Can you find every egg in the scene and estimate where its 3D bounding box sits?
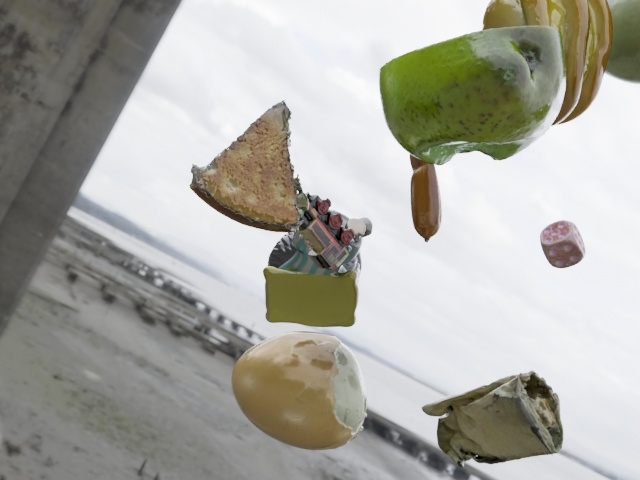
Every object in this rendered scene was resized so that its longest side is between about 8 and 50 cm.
[{"bbox_3d":[-0.034,0.256,1.568,0.244,0.201,0.201,12,-3,-9],"label":"egg"},{"bbox_3d":[0.650,-0.418,1.813,0.218,0.218,0.295,29,-11,-23],"label":"egg"}]

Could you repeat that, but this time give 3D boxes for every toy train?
[{"bbox_3d":[0.000,-0.017,1.595,0.138,0.087,0.050,52,-25,-23],"label":"toy train"}]

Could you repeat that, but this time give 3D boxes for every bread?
[{"bbox_3d":[0.420,-0.357,1.693,0.211,0.316,0.270,9,14,31],"label":"bread"}]

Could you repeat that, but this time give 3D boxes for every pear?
[{"bbox_3d":[0.238,-0.203,1.284,0.292,0.159,0.292,-8,-3,0],"label":"pear"}]

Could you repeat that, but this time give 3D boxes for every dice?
[{"bbox_3d":[0.622,0.009,2.329,0.091,0.094,0.093,-22,-56,27],"label":"dice"}]

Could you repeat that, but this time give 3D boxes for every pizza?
[{"bbox_3d":[-0.088,-0.114,1.314,0.185,0.195,0.052,25,-16,-21],"label":"pizza"}]

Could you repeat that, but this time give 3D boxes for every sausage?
[{"bbox_3d":[0.181,-0.086,1.569,0.054,0.183,0.062,1,-15,-15],"label":"sausage"}]

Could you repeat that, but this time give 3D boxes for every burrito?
[{"bbox_3d":[0.405,0.417,2.128,0.332,0.135,0.190,-26,-80,48],"label":"burrito"}]

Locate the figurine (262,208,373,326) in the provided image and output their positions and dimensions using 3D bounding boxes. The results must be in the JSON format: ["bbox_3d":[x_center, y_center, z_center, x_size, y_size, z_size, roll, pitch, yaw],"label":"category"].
[{"bbox_3d":[0.000,0.000,2.362,0.266,0.361,0.378,16,36,-8],"label":"figurine"}]
